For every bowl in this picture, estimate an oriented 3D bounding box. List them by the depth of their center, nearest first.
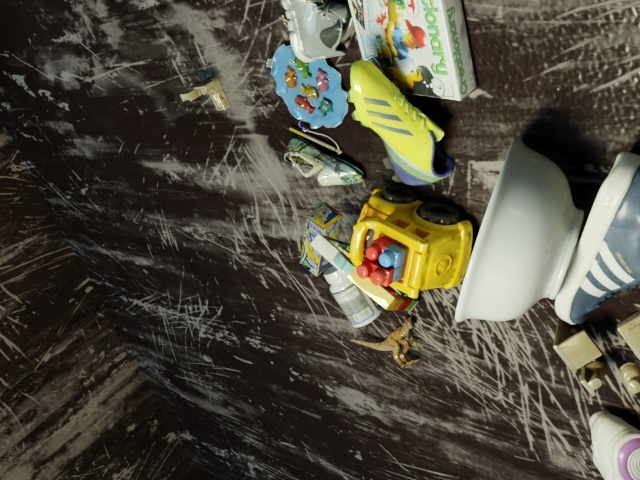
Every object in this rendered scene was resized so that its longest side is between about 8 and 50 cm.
[{"bbox_3d":[0.311,0.002,1.337,0.134,0.298,0.297,18,140,12],"label":"bowl"}]

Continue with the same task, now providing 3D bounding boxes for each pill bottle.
[{"bbox_3d":[0.069,0.114,1.921,0.078,0.078,0.137,-15,110,57],"label":"pill bottle"}]

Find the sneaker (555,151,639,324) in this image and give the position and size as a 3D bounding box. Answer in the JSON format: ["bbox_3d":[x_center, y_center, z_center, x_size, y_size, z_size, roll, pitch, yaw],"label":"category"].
[{"bbox_3d":[0.453,0.032,1.299,0.148,0.131,0.350,25,148,18],"label":"sneaker"}]

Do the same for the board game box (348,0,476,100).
[{"bbox_3d":[0.127,-0.370,1.362,0.193,0.053,0.305,17,135,43],"label":"board game box"}]

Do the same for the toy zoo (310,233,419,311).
[{"bbox_3d":[0.087,0.065,1.721,0.192,0.030,0.293,41,-173,16],"label":"toy zoo"}]

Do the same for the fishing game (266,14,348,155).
[{"bbox_3d":[-0.030,-0.288,1.667,0.189,0.041,0.264,31,143,26],"label":"fishing game"}]

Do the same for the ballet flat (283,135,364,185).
[{"bbox_3d":[0.002,-0.143,1.749,0.188,0.070,0.070,30,143,34],"label":"ballet flat"}]

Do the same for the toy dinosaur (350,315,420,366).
[{"bbox_3d":[0.165,0.226,1.949,0.211,0.064,0.112,-42,69,50],"label":"toy dinosaur"}]

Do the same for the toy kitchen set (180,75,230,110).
[{"bbox_3d":[-0.235,-0.300,1.875,0.068,0.083,0.075,4,126,51],"label":"toy kitchen set"}]

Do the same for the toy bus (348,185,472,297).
[{"bbox_3d":[0.126,0.010,1.582,0.220,0.211,0.149,29,124,35],"label":"toy bus"}]

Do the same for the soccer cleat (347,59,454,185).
[{"bbox_3d":[0.136,-0.196,1.450,0.121,0.093,0.289,-6,143,28],"label":"soccer cleat"}]

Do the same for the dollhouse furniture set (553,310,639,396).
[{"bbox_3d":[0.498,0.173,1.477,0.151,0.123,0.144,-37,93,24],"label":"dollhouse furniture set"}]

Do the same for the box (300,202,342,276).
[{"bbox_3d":[0.000,0.000,1.908,0.054,0.059,0.169,39,147,21],"label":"box"}]

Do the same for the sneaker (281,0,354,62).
[{"bbox_3d":[-0.002,-0.410,1.479,0.132,0.086,0.228,6,131,36],"label":"sneaker"}]

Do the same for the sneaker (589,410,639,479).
[{"bbox_3d":[0.575,0.427,1.599,0.305,0.114,0.152,62,174,-26],"label":"sneaker"}]
